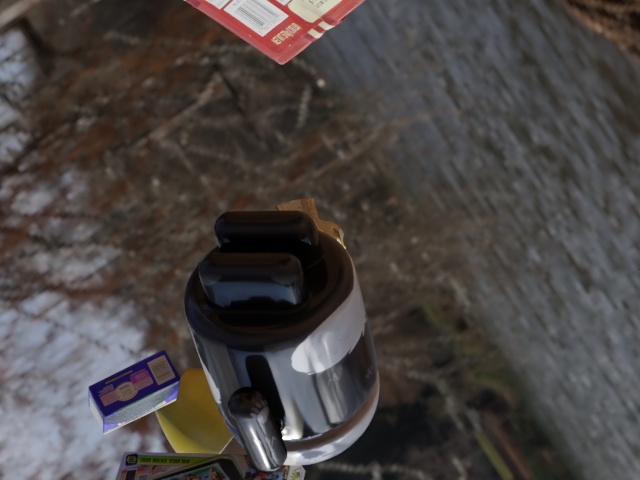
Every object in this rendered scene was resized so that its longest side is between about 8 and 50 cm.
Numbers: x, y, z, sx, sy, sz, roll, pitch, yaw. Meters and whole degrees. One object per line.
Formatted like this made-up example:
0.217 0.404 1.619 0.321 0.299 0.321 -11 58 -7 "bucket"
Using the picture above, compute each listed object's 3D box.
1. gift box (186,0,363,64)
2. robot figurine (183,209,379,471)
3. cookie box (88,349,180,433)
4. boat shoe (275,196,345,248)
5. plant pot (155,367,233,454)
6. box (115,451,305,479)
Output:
-0.013 -0.307 1.142 0.276 0.258 0.255 33 163 -18 "gift box"
-0.039 0.097 1.462 0.173 0.209 0.278 35 151 40 "robot figurine"
-0.201 0.164 1.597 0.040 0.092 0.107 62 165 11 "cookie box"
0.000 0.000 1.787 0.170 0.059 0.063 57 169 45 "boat shoe"
-0.151 0.215 1.870 0.095 0.134 0.134 37 -176 -3 "plant pot"
-0.126 0.282 1.563 0.036 0.207 0.114 59 -144 -48 "box"
